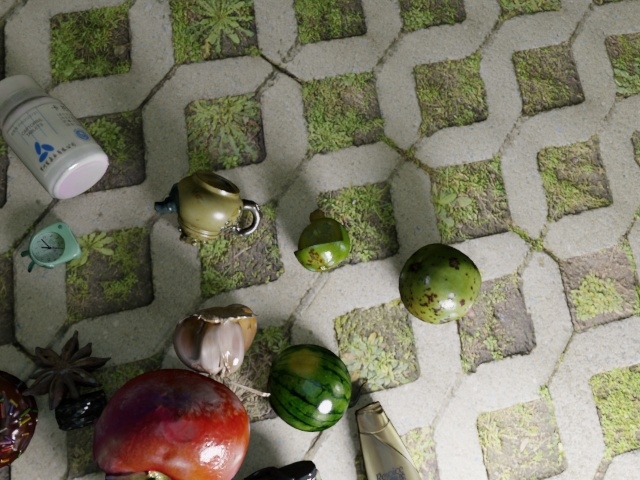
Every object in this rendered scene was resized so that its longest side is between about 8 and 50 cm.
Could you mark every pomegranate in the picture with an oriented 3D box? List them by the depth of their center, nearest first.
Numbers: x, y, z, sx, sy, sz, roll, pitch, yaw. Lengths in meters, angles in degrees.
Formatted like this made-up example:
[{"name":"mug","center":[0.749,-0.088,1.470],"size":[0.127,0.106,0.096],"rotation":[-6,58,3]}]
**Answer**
[{"name":"pomegranate","center":[0.318,0.125,1.543],"size":[0.248,0.214,0.214],"rotation":[38,69,-33]},{"name":"pomegranate","center":[0.008,0.010,1.557],"size":[0.122,0.143,0.169],"rotation":[45,25,-28]}]

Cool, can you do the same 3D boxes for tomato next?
[{"name":"tomato","center":[-0.308,0.374,1.309],"size":[0.334,0.176,0.290],"rotation":[16,32,-9]}]

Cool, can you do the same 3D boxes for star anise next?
[{"name":"star anise","center":[-0.589,0.303,1.394],"size":[0.195,0.065,0.182],"rotation":[33,53,19]}]

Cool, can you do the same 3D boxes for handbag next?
[{"name":"handbag","center":[-0.103,0.596,1.342],"size":[0.254,0.181,0.182],"rotation":[-17,85,-14]},{"name":"handbag","center":[-0.538,0.390,1.353],"size":[0.115,0.139,0.072],"rotation":[-11,89,-13]}]

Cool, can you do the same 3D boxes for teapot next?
[{"name":"teapot","center":[-0.280,-0.065,1.524],"size":[0.269,0.173,0.183],"rotation":[19,108,-28]}]

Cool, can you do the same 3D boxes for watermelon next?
[{"name":"watermelon","center":[-0.012,0.352,1.451],"size":[0.232,0.127,0.204],"rotation":[35,69,-3]}]

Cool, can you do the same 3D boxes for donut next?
[{"name":"donut","center":[-0.747,0.403,1.339],"size":[0.216,0.096,0.230],"rotation":[32,72,1]}]

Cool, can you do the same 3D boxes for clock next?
[{"name":"clock","center":[-0.665,0.021,1.488],"size":[0.135,0.041,0.101],"rotation":[-27,81,-14]}]

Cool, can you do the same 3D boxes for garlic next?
[{"name":"garlic","center":[-0.202,0.239,1.402],"size":[0.256,0.207,0.207],"rotation":[38,72,20]}]

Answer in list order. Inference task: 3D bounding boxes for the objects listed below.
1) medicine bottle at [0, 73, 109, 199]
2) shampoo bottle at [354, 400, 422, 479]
[{"name":"medicine bottle","center":[-0.675,-0.256,1.498],"size":[0.170,0.170,0.293],"rotation":[-40,82,-17]},{"name":"shampoo bottle","center":[0.171,0.560,1.442],"size":[0.125,0.084,0.350],"rotation":[-17,77,-11]}]
